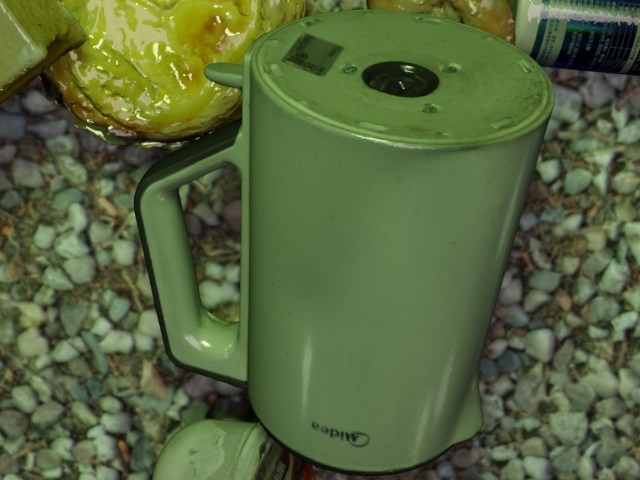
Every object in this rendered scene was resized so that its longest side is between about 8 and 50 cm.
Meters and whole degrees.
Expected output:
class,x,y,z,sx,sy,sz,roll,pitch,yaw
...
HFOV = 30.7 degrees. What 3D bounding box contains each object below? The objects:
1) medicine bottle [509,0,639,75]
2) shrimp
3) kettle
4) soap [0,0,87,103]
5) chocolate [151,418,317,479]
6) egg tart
class,x,y,z,sx,sy,sz,roll,pitch,yaw
medicine bottle,0.272,-0.213,1.110,0.192,0.107,0.106,5,107,-4
shrimp,0.122,-0.160,1.122,0.152,0.063,0.287,4,116,31
kettle,0.000,0.000,1.072,0.361,0.250,0.376,11,125,8
soap,-0.394,-0.169,1.065,0.315,0.091,0.199,-29,106,25
chocolate,-0.098,0.260,1.230,0.147,0.221,0.221,12,109,23
egg tart,-0.149,-0.222,1.103,0.279,0.095,0.278,0,113,-1
